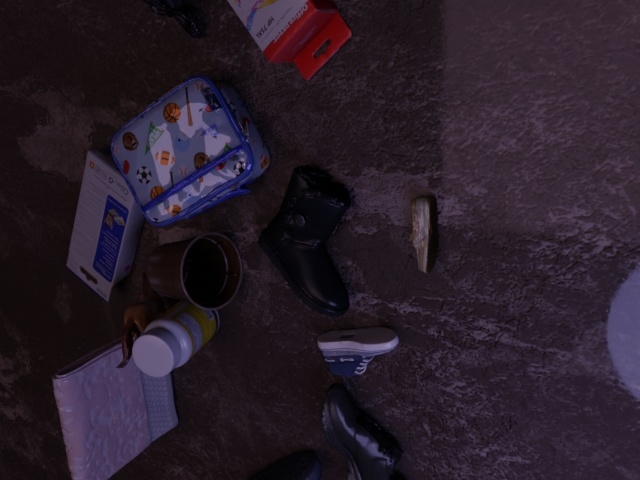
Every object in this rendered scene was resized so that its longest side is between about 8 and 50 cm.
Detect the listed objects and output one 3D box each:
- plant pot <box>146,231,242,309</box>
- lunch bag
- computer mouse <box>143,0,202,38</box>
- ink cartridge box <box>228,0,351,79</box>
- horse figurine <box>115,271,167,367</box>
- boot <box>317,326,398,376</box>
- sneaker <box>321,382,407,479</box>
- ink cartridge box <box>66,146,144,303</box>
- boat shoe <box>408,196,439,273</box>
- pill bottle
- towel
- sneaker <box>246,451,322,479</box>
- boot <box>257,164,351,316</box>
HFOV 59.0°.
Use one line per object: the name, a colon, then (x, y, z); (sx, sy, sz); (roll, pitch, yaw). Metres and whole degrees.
plant pot: (-0.289, 0.068, 1.257); (0.165, 0.167, 0.167); (-2, 105, 41)
lunch bag: (-0.259, -0.174, 1.147); (0.303, 0.115, 0.243); (-27, 88, 22)
computer mouse: (-0.310, -0.511, 1.046); (0.188, 0.272, 0.072); (39, 83, 15)
ink cartridge box: (-0.066, -0.411, 0.994); (0.134, 0.078, 0.231); (-37, 85, 36)
horse figurine: (-0.413, 0.194, 1.341); (0.066, 0.263, 0.174); (-10, 108, 8)
boot: (0.083, 0.226, 1.130); (0.190, 0.069, 0.086); (-8, 109, 42)
sneaker: (0.097, 0.418, 1.171); (0.130, 0.109, 0.286); (-18, 103, 26)
ink cartridge box: (-0.542, -0.033, 1.434); (0.176, 0.069, 0.371); (35, 119, 17)
boat shoe: (0.179, -0.011, 0.995); (0.045, 0.050, 0.135); (6, 99, 34)
pill bottle: (-0.324, 0.214, 1.278); (0.119, 0.208, 0.119); (5, 107, 15)
towel: (-0.490, 0.404, 1.395); (0.053, 0.317, 0.332); (10, 112, 30)
sneaker: (-0.079, 0.604, 1.346); (0.131, 0.112, 0.319); (45, 129, -8)
boot: (0.000, 0.000, 1.080); (0.246, 0.094, 0.207); (47, 128, 18)
